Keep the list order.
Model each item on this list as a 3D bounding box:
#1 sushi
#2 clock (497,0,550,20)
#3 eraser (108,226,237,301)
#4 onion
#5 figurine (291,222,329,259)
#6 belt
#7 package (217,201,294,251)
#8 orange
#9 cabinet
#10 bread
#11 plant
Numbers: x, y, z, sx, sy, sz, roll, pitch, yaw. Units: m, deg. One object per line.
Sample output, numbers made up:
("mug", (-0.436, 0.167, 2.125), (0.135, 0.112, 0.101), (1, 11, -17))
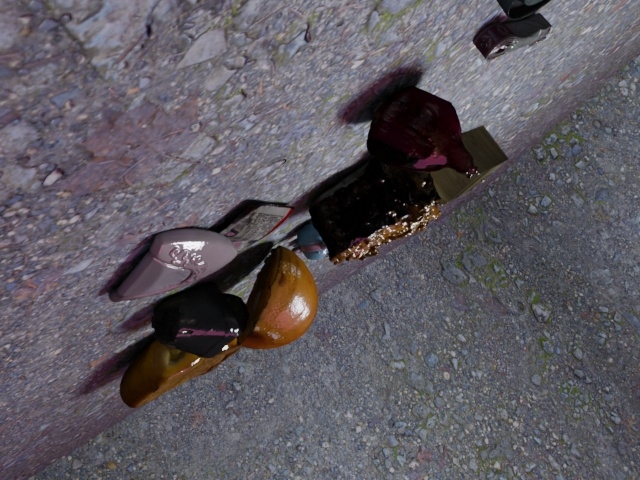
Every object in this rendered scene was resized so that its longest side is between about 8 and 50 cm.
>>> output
("sushi", (0.145, -0.085, 1.583), (0.348, 0.208, 0.234), (-27, 175, -29))
("clock", (0.383, -0.452, 1.072), (0.215, 0.042, 0.215), (-34, 170, -7))
("eraser", (-0.249, 0.045, 1.237), (0.243, 0.059, 0.204), (-10, 154, -48))
("onion", (0.204, -0.194, 1.216), (0.195, 0.218, 0.140), (-9, 126, -55))
("figurine", (0.004, -0.013, 1.828), (0.205, 0.103, 0.260), (1, -169, 28))
("belt", (0.384, -0.403, 1.289), (0.232, 0.053, 0.071), (-26, 166, -41))
("package", (-0.148, -0.025, 1.367), (0.154, 0.030, 0.239), (-36, 166, 16))
("orange", (-0.128, 0.155, 1.718), (0.274, 0.274, 0.310), (-33, 143, -14))
("cabinet", (0.444, -0.231, 2.046), (0.215, 0.148, 0.175), (-26, 167, -46))
("bread", (-0.413, 0.334, 1.899), (0.328, 0.148, 0.337), (-21, 166, -42))
("plant", (-0.288, 0.195, 1.606), (0.142, 0.164, 0.256), (-44, 152, 28))
